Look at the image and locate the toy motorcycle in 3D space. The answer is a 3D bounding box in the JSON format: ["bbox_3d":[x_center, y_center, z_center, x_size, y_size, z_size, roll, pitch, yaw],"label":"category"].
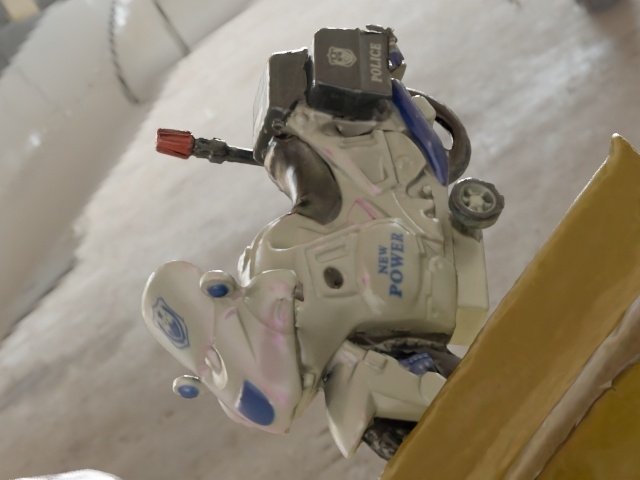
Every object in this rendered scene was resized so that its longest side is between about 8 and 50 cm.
[{"bbox_3d":[0.000,0.000,0.683,0.102,0.150,0.221,108,166,-50],"label":"toy motorcycle"}]

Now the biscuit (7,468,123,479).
[{"bbox_3d":[-0.026,0.138,0.347,0.394,0.076,0.368,-1,23,35],"label":"biscuit"}]

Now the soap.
[{"bbox_3d":[0.136,0.148,0.584,0.281,0.259,0.143,-54,22,1],"label":"soap"}]
